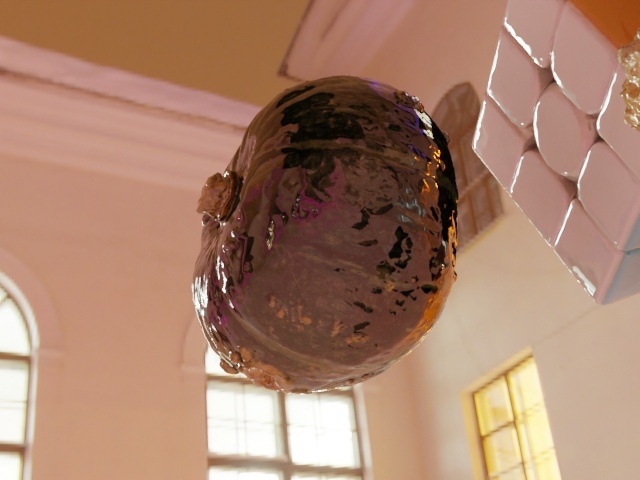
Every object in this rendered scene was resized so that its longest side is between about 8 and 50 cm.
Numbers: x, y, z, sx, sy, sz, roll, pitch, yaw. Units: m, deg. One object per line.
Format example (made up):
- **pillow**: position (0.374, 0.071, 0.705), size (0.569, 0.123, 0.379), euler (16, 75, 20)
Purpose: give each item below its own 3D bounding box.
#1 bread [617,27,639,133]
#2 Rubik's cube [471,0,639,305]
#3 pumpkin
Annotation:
- **bread**: position (0.329, -0.091, 0.730), size (0.121, 0.245, 0.174), euler (-35, -41, -4)
- **Rubik's cube**: position (0.382, -0.153, 1.114), size (0.292, 0.291, 0.290), euler (-15, -39, -19)
- **pumpkin**: position (0.001, -0.001, 0.577), size (0.146, 0.190, 0.190), euler (5, -32, -3)
